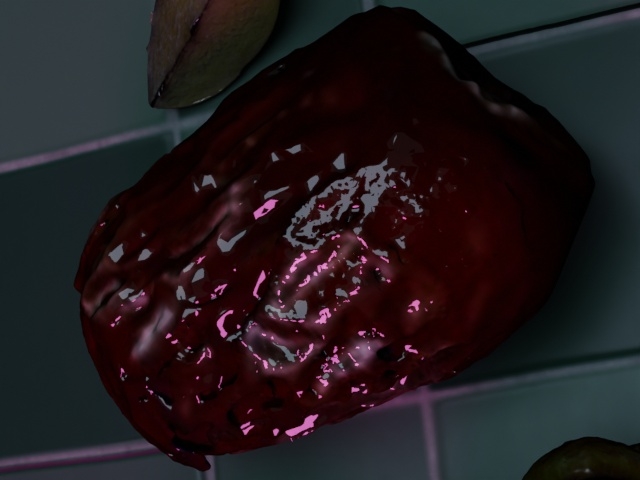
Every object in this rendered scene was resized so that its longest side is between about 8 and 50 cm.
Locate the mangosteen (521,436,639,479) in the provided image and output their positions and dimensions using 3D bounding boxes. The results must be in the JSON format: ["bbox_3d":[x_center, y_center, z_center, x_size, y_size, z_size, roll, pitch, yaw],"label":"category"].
[{"bbox_3d":[0.164,0.262,0.872,0.297,0.297,0.293,-18,71,20],"label":"mangosteen"}]

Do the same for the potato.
[{"bbox_3d":[-0.077,-0.190,1.182,0.172,0.089,0.100,-61,39,38],"label":"potato"}]

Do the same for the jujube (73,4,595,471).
[{"bbox_3d":[0.000,0.000,1.027,0.376,0.258,0.258,-29,71,11],"label":"jujube"}]
